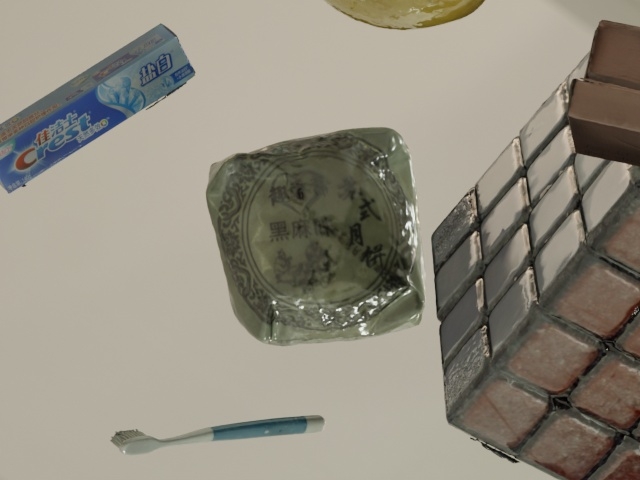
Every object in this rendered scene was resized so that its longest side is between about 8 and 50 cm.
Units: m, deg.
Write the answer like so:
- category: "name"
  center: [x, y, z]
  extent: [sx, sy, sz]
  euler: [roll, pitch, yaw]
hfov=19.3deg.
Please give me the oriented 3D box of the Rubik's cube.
- category: "Rubik's cube"
  center: [0.343, 0.047, 1.943]
  extent: [0.344, 0.344, 0.337]
  euler: [-51, -160, 27]

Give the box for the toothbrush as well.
- category: "toothbrush"
  center: [-0.094, 0.185, 1.815]
  extent: [0.276, 0.025, 0.019]
  euler: [-1, 113, -48]

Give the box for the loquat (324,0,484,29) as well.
- category: "loquat"
  center: [0.072, -0.245, 1.297]
  extent: [0.213, 0.213, 0.213]
  euler: [-55, -179, 1]

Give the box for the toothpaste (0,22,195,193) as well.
- category: "toothpaste"
  center: [-0.281, -0.159, 2.261]
  extent: [0.272, 0.066, 0.053]
  euler: [-33, -143, -10]

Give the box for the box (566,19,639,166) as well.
- category: "box"
  center: [0.318, -0.105, 1.558]
  extent: [0.215, 0.215, 0.086]
  euler: [29, 74, -79]

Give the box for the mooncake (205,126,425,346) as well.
- category: "mooncake"
  center: [0.000, 0.000, 2.232]
  extent: [0.254, 0.250, 0.136]
  euler: [-9, 179, -11]
